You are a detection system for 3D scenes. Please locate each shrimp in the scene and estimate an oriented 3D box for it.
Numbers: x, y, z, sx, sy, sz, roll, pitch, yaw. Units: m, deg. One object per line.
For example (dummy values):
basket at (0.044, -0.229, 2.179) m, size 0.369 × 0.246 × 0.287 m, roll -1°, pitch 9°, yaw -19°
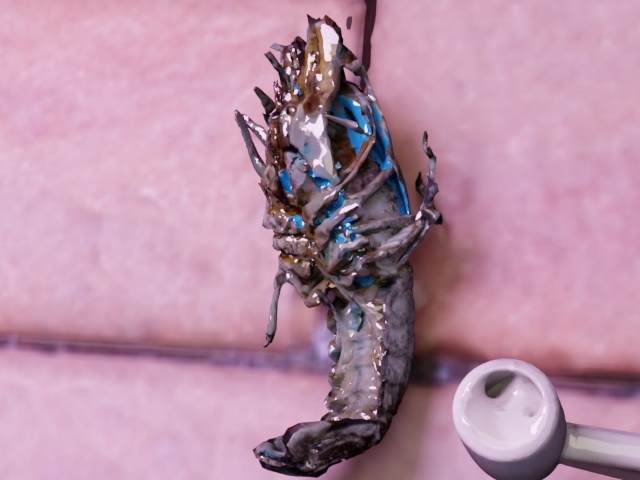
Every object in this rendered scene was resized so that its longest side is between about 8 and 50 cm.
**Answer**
shrimp at (0.004, 0.002, 0.546) m, size 0.082 × 0.076 × 0.174 m, roll -19°, pitch 67°, yaw 49°

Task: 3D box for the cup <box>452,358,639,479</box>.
cup at (0.187, 0.069, 0.416) m, size 0.300 × 0.173 × 0.167 m, roll 6°, pitch 71°, yaw 14°
